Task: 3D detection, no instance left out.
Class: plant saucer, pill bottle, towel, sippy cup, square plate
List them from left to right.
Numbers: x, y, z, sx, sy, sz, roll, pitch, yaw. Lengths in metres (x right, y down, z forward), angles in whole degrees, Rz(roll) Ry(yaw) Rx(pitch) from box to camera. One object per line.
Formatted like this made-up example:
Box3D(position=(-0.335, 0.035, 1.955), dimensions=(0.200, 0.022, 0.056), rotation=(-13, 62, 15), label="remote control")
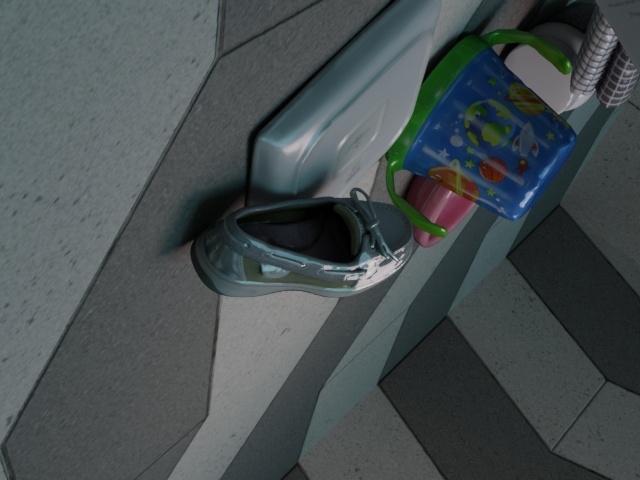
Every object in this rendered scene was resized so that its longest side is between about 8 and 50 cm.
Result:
Box3D(position=(0.035, -0.143, 1.638), dimensions=(0.347, 0.049, 0.344), rotation=(-45, 165, -23), label="square plate")
Box3D(position=(0.264, -0.139, 2.350), dimensions=(0.332, 0.084, 0.332), rotation=(-47, 167, -15), label="plant saucer")
Box3D(position=(0.253, -0.154, 1.930), dimensions=(0.305, 0.224, 0.240), rotation=(-59, 169, 27), label="sippy cup")
Box3D(position=(0.438, -0.322, 2.269), dimensions=(0.283, 0.161, 0.161), rotation=(-35, 160, -49), label="pill bottle")
Box3D(position=(0.511, -0.385, 2.065), dimensions=(0.235, 0.121, 0.283), rotation=(97, 17, -61), label="towel")

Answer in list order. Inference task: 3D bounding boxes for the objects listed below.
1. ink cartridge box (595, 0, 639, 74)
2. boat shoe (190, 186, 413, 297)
Box3D(position=(0.358, -0.396, 1.261), dimensions=(0.285, 0.395, 0.166), rotation=(-46, -159, -24), label="ink cartridge box")
Box3D(position=(-0.002, -0.002, 1.552), dimensions=(0.320, 0.118, 0.103), rotation=(-2, 152, -37), label="boat shoe")
